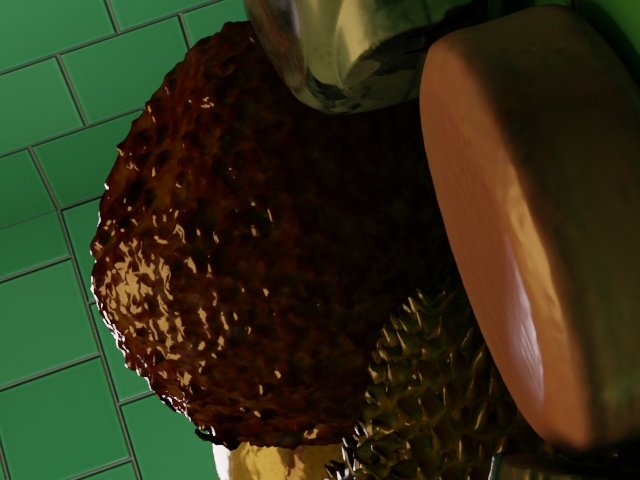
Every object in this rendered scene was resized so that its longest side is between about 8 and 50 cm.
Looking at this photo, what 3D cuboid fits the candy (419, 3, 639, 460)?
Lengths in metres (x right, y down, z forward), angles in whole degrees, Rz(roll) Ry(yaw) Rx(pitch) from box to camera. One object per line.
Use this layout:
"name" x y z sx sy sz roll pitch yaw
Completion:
"candy" 0.130 -0.003 0.944 0.255 0.094 0.255 161 90 -86

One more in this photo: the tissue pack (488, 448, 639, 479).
"tissue pack" 0.123 0.201 0.926 0.120 0.082 0.169 25 -106 -75

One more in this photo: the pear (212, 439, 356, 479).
"pear" 0.043 0.195 1.720 0.314 0.314 0.314 161 90 -86

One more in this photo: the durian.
"durian" 0.108 0.171 1.116 0.258 0.258 0.293 128 149 -86

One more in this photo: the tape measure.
"tape measure" 0.023 -0.210 1.076 0.275 0.147 0.256 -145 39 -76

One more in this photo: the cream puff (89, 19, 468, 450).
"cream puff" -0.003 -0.004 1.268 0.228 0.350 0.351 16 129 57
